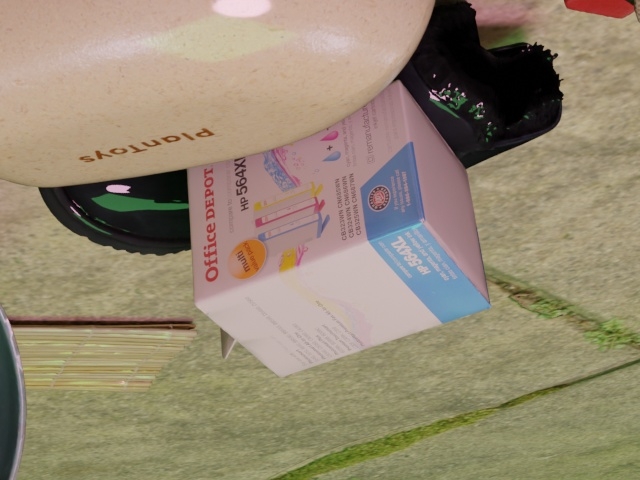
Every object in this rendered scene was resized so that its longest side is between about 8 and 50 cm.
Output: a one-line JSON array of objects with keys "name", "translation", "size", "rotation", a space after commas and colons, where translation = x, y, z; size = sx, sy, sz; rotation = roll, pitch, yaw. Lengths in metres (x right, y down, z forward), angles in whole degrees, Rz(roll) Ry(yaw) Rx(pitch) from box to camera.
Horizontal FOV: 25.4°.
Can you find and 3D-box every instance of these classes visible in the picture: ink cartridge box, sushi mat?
[{"name": "ink cartridge box", "translation": [0.000, 0.000, 0.730], "size": [0.143, 0.092, 0.090], "rotation": [-20, 142, 19]}, {"name": "sushi mat", "translation": [-0.272, 0.099, 1.179], "size": [0.317, 0.019, 0.151], "rotation": [2, 153, -23]}]

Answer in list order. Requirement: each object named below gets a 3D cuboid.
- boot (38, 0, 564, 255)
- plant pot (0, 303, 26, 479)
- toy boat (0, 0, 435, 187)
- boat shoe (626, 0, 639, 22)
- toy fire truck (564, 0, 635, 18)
[{"name": "boot", "translation": [-0.008, -0.067, 0.799], "size": [0.247, 0.094, 0.207], "rotation": [6, 153, -37]}, {"name": "plant pot", "translation": [-0.355, 0.104, 0.885], "size": [0.293, 0.293, 0.196], "rotation": [6, 179, -30]}, {"name": "toy boat", "translation": [-0.093, -0.131, 0.600], "size": [0.268, 0.148, 0.318], "rotation": [-9, 164, 13]}, {"name": "boat shoe", "translation": [0.159, -0.138, 0.512], "size": [0.356, 0.130, 0.132], "rotation": [3, 153, 0]}, {"name": "toy fire truck", "translation": [0.124, -0.175, 0.662], "size": [0.192, 0.047, 0.135], "rotation": [13, 150, -39]}]
